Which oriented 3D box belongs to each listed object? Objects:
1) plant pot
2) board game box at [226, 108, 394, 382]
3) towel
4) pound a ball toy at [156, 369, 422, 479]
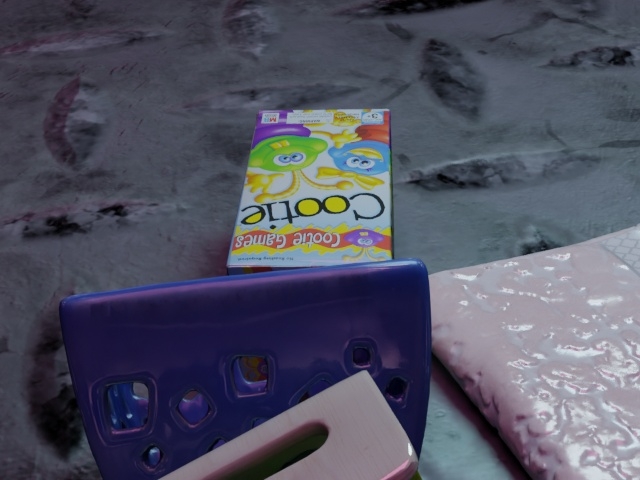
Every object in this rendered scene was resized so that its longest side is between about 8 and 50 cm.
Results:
[{"bbox_3d":[-0.045,0.133,0.799,0.236,0.212,0.236,-6,-4,-5],"label":"plant pot"},{"bbox_3d":[0.000,0.000,1.100,0.142,0.144,0.275,-1,35,4],"label":"board game box"},{"bbox_3d":[0.279,0.098,1.011,0.317,0.053,0.332,-16,35,-17],"label":"towel"},{"bbox_3d":[-0.070,0.234,0.641,0.319,0.208,0.135,-28,27,-3],"label":"pound a ball toy"}]
